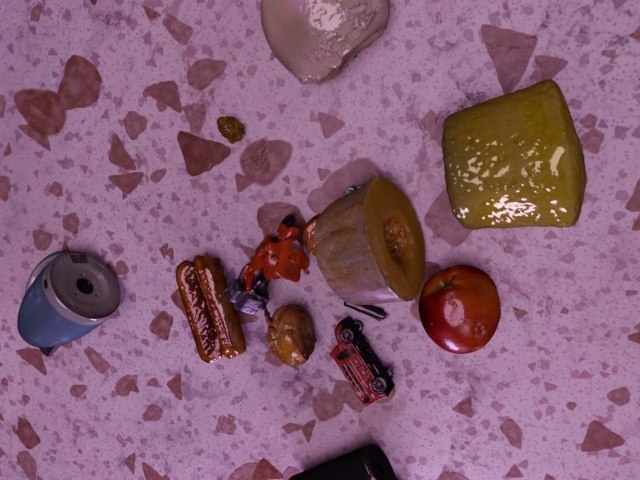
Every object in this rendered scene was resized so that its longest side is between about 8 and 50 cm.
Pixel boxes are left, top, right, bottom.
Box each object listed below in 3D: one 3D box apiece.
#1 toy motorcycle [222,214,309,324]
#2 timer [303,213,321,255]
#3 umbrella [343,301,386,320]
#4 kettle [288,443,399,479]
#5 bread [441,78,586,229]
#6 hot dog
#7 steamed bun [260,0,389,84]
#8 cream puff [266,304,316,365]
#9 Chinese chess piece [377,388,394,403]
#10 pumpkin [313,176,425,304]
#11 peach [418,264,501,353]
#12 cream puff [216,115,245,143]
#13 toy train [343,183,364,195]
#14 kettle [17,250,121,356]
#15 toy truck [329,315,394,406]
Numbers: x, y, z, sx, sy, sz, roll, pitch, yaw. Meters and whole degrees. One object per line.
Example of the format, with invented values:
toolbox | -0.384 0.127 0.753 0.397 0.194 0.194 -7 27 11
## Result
toy motorcycle | -0.149 0.090 1.649 0.147 0.221 0.326 24 114 -30
timer | 0.000 0.000 1.612 0.132 0.152 0.132 3 104 13
umbrella | 0.134 0.203 1.694 0.133 0.031 0.036 23 110 7
kettle | 0.087 0.806 1.770 0.308 0.203 0.262 -31 93 16
bread | 0.463 -0.180 1.364 0.307 0.348 0.348 -14 100 22
hot dog | -0.340 0.212 1.769 0.158 0.117 0.349 -15 97 14
steamed bun | -0.010 -0.585 1.428 0.312 0.233 0.334 44 108 -1
cream puff | -0.094 0.286 1.702 0.129 0.189 0.189 -9 101 20
Chinese chess piece | 0.186 0.461 1.743 0.084 0.034 0.084 3 105 12
pumpkin | 0.125 0.011 1.507 0.199 0.332 0.332 -11 101 32
peach | 0.384 0.189 1.545 0.243 0.199 0.244 -5 101 -26
cream puff | -0.262 -0.328 1.649 0.083 0.083 0.058 23 64 18
toy train | 0.140 -0.131 1.606 0.147 0.038 0.071 -12 103 16
kettle | -0.864 0.193 1.855 0.342 0.247 0.320 -35 62 27
toy truck | 0.113 0.357 1.680 0.114 0.107 0.253 -36 84 22
